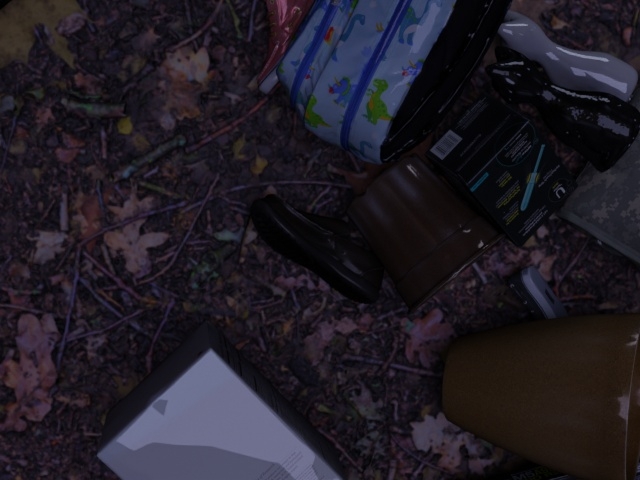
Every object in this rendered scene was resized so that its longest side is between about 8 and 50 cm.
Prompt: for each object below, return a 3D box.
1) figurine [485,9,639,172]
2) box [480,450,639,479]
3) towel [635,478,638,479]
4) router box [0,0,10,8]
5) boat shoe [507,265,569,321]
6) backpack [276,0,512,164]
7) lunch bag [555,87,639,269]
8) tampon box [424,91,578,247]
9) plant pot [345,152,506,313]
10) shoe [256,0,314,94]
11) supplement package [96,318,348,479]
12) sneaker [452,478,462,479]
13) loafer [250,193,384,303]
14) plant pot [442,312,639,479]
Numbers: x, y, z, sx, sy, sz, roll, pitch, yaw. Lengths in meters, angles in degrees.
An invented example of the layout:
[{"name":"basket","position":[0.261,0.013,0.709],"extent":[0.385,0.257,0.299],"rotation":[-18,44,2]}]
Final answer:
[{"name":"figurine","position":[0.315,-0.216,1.595],"extent":[0.209,0.215,0.092],"rotation":[30,124,-7]},{"name":"box","position":[0.355,0.417,1.697],"extent":[0.270,0.060,0.216],"rotation":[-15,104,-6]},{"name":"towel","position":[0.466,0.504,1.686],"extent":[0.329,0.037,0.237],"rotation":[39,96,-18]},{"name":"router box","position":[-0.383,-0.349,1.518],"extent":[0.179,0.133,0.046],"rotation":[-39,100,-1]},{"name":"boat shoe","position":[0.314,0.097,1.701],"extent":[0.040,0.049,0.142],"rotation":[-24,109,32]},{"name":"backpack","position":[0.107,-0.272,1.527],"extent":[0.273,0.290,0.355],"rotation":[16,96,9]},{"name":"lunch bag","position":[0.495,-0.060,1.631],"extent":[0.287,0.169,0.235],"rotation":[35,97,25]},{"name":"tampon box","position":[0.243,-0.094,1.606],"extent":[0.120,0.101,0.161],"rotation":[-46,132,0]},{"name":"plant pot","position":[0.130,-0.016,1.601],"extent":[0.167,0.167,0.165],"rotation":[-39,84,-1]},{"name":"shoe","position":[-0.051,-0.286,1.603],"extent":[0.081,0.063,0.178],"rotation":[35,86,-8]},{"name":"supplement package","position":[-0.128,0.278,1.589],"extent":[0.199,0.198,0.262],"rotation":[-43,100,0]},{"name":"sneaker","position":[0.169,0.420,1.711],"extent":[0.075,0.057,0.161],"rotation":[43,88,-4]},{"name":"loafer","position":[0.000,0.000,1.642],"extent":[0.220,0.080,0.078],"rotation":[38,68,-19]},{"name":"plant pot","position":[0.300,0.203,1.616],"extent":[0.254,0.237,0.237],"rotation":[5,97,20]}]
